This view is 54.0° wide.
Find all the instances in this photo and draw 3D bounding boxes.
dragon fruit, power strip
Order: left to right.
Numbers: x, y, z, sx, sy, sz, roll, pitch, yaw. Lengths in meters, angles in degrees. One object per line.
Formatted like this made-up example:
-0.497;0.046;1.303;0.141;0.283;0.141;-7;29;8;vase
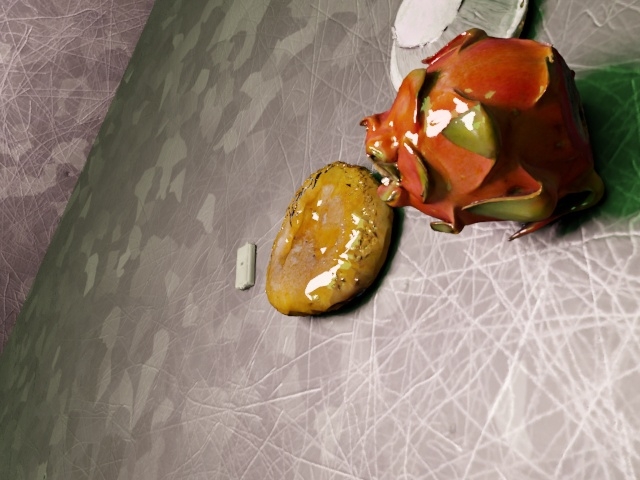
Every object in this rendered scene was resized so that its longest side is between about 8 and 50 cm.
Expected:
-0.136;0.048;1.144;0.040;0.016;0.090;-26;54;41;power strip
0.172;-0.108;0.679;0.227;0.224;0.223;-24;54;37;dragon fruit

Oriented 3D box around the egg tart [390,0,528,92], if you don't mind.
0.174;-0.302;0.868;0.234;0.094;0.234;-28;50;40;egg tart

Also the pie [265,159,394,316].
0.000;-0.001;0.957;0.273;0.069;0.273;-29;47;37;pie
